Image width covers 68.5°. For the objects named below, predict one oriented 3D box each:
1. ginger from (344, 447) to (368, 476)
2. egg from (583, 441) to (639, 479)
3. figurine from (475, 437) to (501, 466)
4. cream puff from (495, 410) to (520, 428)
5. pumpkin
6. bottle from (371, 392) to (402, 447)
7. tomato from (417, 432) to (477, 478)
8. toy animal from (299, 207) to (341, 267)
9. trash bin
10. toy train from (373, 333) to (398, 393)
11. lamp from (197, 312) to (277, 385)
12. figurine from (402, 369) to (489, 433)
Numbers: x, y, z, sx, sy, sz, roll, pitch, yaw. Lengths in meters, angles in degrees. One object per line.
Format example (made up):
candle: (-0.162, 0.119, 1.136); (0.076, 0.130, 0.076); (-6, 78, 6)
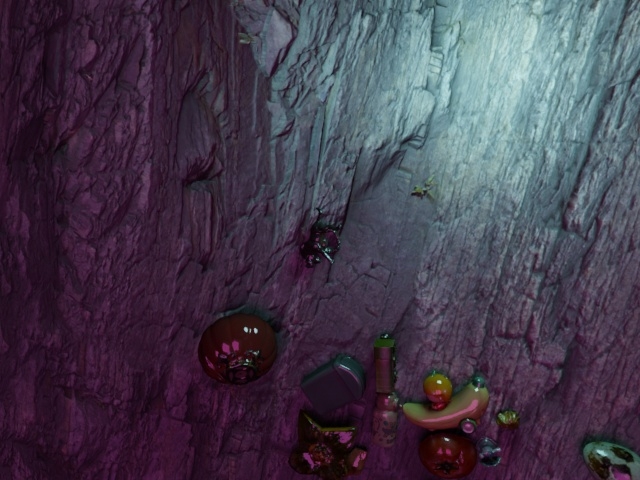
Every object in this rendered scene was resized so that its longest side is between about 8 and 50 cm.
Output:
ginger: (0.116, 0.902, 1.902); (0.190, 0.069, 0.095); (-28, 92, 15)
egg: (1.042, 0.805, 1.652); (0.231, 0.169, 0.169); (34, 105, 18)
figurine: (0.637, 0.804, 1.773); (0.095, 0.086, 0.082); (-16, 94, 13)
cream puff: (0.700, 0.674, 1.752); (0.084, 0.058, 0.083); (17, 104, 6)
pumpkin: (0.000, 0.835, 1.872); (0.259, 0.095, 0.289); (15, 105, 22)
bottle: (0.257, 0.685, 1.820); (0.110, 0.097, 0.208); (10, 102, 29)
tomato: (0.478, 0.827, 1.775); (0.225, 0.085, 0.224); (5, 125, 8)
toy animal: (0.000, 0.000, 1.765); (0.148, 0.084, 0.232); (13, 105, 10)
trash bin: (0.060, 0.565, 1.843); (0.236, 0.101, 0.176); (-34, 93, 17)
toy train: (0.243, 0.471, 1.769); (0.090, 0.137, 0.225); (-2, 98, 12)
lamp: (-0.315, 0.418, 1.804); (0.304, 0.257, 0.302); (-8, 127, -10)
figurine: (0.464, 0.602, 1.757); (0.325, 0.124, 0.222); (-14, 96, 17)
